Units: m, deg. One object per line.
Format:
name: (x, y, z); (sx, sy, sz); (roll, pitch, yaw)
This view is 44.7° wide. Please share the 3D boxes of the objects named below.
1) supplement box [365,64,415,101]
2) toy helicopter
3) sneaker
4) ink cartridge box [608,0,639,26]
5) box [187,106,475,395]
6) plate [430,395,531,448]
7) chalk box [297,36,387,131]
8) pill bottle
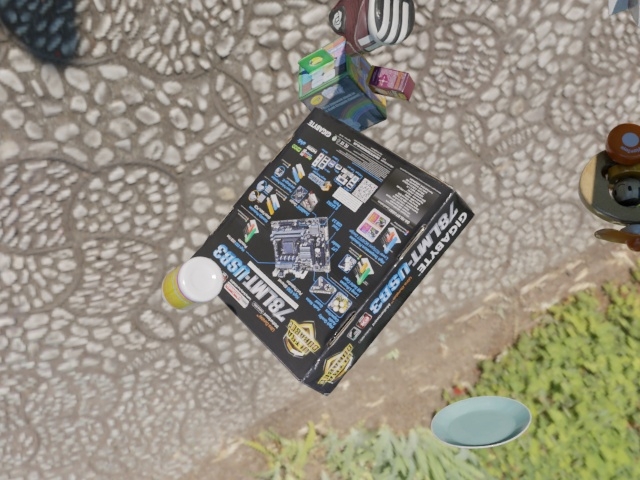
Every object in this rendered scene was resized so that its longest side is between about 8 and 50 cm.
supplement box: (0.141, -0.316, 1.565); (0.055, 0.083, 0.043); (32, 77, -66)
toy helicopter: (0.675, -0.058, 1.506); (0.235, 0.355, 0.140); (-62, 165, -20)
sneaker: (0.071, -0.419, 1.228); (0.106, 0.281, 0.163); (18, 161, -31)
ink cartridge box: (0.647, -0.477, 1.480); (0.180, 0.060, 0.104); (-18, 145, 10)
box: (0.000, 0.000, 1.021); (0.293, 0.295, 0.073); (-52, 137, 0)
plate: (0.301, 0.346, 1.459); (0.188, 0.188, 0.024); (-17, 106, -13)
chalk box: (0.036, -0.348, 1.714); (0.132, 0.132, 0.213); (-22, 137, 26)
pill bottle: (-0.128, 0.044, 0.755); (0.043, 0.043, 0.083); (0, 168, -29)
